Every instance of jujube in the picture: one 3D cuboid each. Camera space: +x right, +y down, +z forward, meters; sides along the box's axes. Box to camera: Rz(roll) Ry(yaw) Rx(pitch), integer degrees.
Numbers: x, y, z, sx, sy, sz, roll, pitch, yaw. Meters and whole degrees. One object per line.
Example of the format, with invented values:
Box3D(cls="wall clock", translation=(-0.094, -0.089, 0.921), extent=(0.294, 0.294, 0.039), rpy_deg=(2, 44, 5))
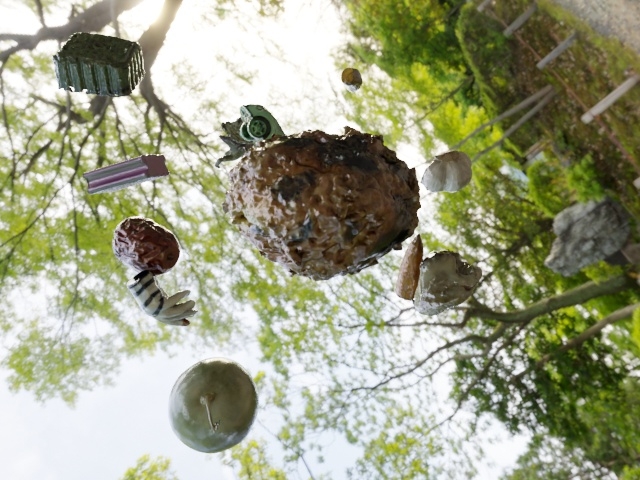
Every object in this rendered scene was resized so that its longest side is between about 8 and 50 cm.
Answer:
Box3D(cls="jujube", translation=(-0.572, 0.019, 1.622), extent=(0.250, 0.174, 0.174), rpy_deg=(22, -166, 27))

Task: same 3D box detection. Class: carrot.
Box3D(cls="carrot", translation=(0.249, 0.066, 1.335), extent=(0.072, 0.205, 0.072), rpy_deg=(3, -142, -2))

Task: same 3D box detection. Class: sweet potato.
Box3D(cls="sweet potato", translation=(0.118, -0.577, 1.788), extent=(0.077, 0.077, 0.244), rpy_deg=(48, -166, -1))

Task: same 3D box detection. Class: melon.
Box3D(cls="melon", translation=(-0.296, 0.460, 1.386), extent=(0.271, 0.308, 0.272), rpy_deg=(7, -137, -6))

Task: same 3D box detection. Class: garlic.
Box3D(cls="garlic", translation=(0.521, -0.253, 1.972), extent=(0.229, 0.178, 0.143), rpy_deg=(-31, -124, -24))

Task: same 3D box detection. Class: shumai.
Box3D(cls="shumai", translation=(0.299, 0.091, 1.228), extent=(0.120, 0.201, 0.201), rpy_deg=(54, -155, -4))

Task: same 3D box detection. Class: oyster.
Box3D(cls="oyster", translation=(-0.272, -0.399, 1.794), extent=(0.177, 0.064, 0.125), rpy_deg=(-20, -107, -44))

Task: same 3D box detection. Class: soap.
Box3D(cls="soap", translation=(-0.544, -0.186, 1.395), extent=(0.122, 0.202, 0.066), rpy_deg=(-40, -64, -74))

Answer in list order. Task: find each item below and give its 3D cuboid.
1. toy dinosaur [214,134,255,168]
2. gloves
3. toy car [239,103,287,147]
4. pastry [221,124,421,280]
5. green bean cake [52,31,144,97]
Box3D(cls="toy dinosaur", translation=(-0.336, -0.379, 2.094), extent=(0.077, 0.162, 0.294), rpy_deg=(52, -151, 14))
Box3D(cls="gloves", translation=(-0.478, 0.190, 1.498), extent=(0.219, 0.140, 0.131), rpy_deg=(59, -141, -19))
Box3D(cls="toy car", translation=(-0.109, -0.229, 1.316), extent=(0.306, 0.125, 0.136), rpy_deg=(66, 167, -15))
Box3D(cls="pastry", translation=(0.014, -0.075, 1.000), extent=(0.404, 0.293, 0.337), rpy_deg=(-1, -148, -16))
Box3D(cls="green bean cake", translation=(-0.527, -0.426, 1.187), extent=(0.172, 0.094, 0.182), rpy_deg=(6, -140, -7))
